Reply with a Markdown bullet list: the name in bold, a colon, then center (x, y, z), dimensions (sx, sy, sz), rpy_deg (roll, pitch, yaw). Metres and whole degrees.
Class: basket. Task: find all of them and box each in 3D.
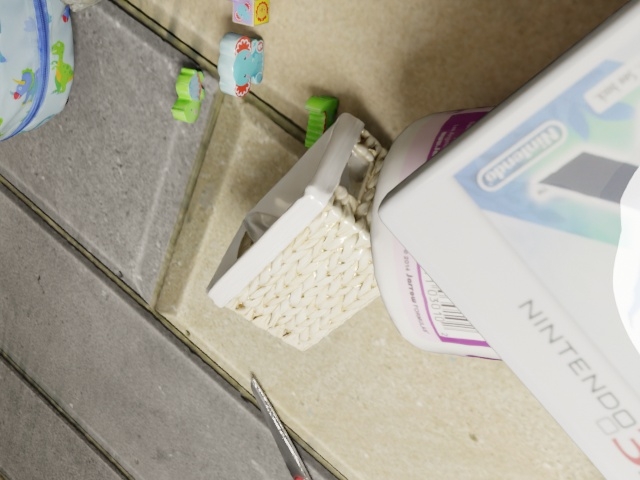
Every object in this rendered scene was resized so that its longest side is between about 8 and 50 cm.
- **basket**: center (0.000, 0.000, 0.591), dimensions (0.103, 0.113, 0.167), rpy_deg (37, 133, -13)

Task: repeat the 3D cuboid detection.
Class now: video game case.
- **video game case**: center (0.232, 0.008, 0.274), dimensions (0.300, 0.036, 0.329), rpy_deg (49, 124, -3)

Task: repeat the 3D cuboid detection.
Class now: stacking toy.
- **stacking toy**: center (-0.066, -0.182, 0.595), dimensions (0.167, 0.052, 0.221), rpy_deg (19, 124, 28)

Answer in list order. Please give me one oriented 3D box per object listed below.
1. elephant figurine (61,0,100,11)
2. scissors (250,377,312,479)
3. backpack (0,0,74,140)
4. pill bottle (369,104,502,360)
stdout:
- **elephant figurine**: center (-0.144, -0.309, 0.489), dimensions (0.169, 0.186, 0.239), rpy_deg (36, 113, -10)
- **scissors**: center (-0.005, 0.289, 0.820), dimensions (0.109, 0.021, 0.297), rpy_deg (2, 113, 38)
- **backpack**: center (-0.378, -0.254, 0.676), dimensions (0.290, 0.273, 0.355), rpy_deg (4, 129, 18)
- **pill bottle**: center (0.196, -0.004, 0.420), dimensions (0.302, 0.169, 0.169), rpy_deg (1, 113, 35)
